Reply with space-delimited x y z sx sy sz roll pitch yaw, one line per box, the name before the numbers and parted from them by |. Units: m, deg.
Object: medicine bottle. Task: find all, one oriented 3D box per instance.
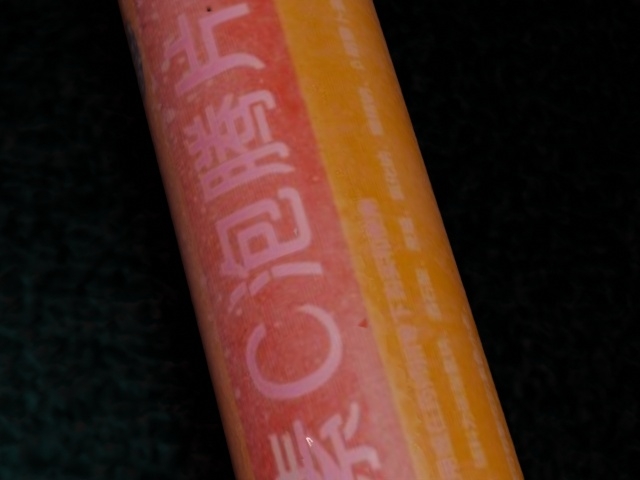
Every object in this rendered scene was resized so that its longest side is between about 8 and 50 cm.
medicine bottle | 0.000 0.000 0.437 0.108 0.108 0.426 -9 70 -24
